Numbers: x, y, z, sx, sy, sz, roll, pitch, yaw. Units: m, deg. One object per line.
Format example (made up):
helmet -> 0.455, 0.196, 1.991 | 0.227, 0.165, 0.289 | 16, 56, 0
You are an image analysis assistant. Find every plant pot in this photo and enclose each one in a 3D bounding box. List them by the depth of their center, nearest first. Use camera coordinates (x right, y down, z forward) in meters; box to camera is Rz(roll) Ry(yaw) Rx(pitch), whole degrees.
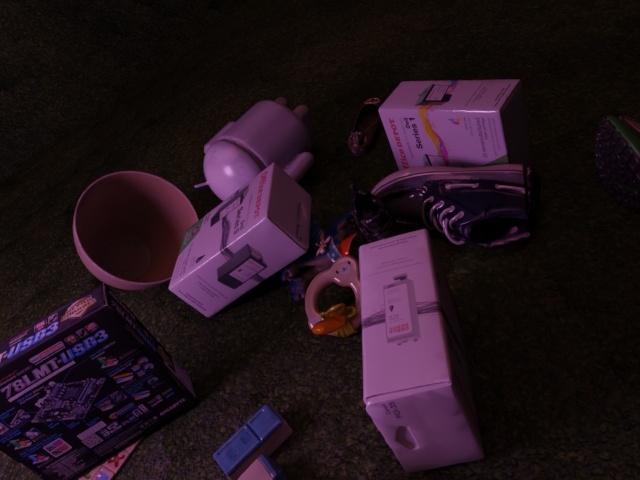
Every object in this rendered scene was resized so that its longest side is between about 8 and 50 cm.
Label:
plant pot -> -0.455, 0.002, 1.344 | 0.191, 0.284, 0.284 | -38, 19, 51

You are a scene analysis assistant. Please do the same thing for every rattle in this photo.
rattle -> 0.019, 0.069, 1.004 | 0.130, 0.142, 0.200 | 6, 81, 37

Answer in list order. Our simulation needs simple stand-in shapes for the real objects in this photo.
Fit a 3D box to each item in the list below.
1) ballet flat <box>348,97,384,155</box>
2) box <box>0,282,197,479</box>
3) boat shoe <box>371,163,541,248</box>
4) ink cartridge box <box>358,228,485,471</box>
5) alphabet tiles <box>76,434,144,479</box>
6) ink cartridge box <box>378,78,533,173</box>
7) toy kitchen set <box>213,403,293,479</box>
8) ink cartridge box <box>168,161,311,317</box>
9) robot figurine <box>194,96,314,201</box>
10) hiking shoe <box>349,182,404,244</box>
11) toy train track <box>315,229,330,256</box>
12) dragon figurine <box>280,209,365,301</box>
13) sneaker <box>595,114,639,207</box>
ballet flat -> 0.125, -0.323, 1.513 | 0.084, 0.058, 0.250 | -2, 44, 27
box -> -0.409, 0.256, 0.948 | 0.295, 0.293, 0.073 | -32, 38, -6
boat shoe -> 0.245, -0.060, 1.079 | 0.340, 0.127, 0.158 | -7, 35, 24
ink cartridge box -> 0.144, 0.157, 0.823 | 0.117, 0.207, 0.283 | -16, 39, 16
alphabet tiles -> -0.401, 0.346, 1.086 | 0.198, 0.009, 0.237 | 8, 50, 37
ink cartridge box -> 0.286, -0.225, 1.187 | 0.278, 0.201, 0.117 | 13, 52, 40
toy kitchen set -> -0.085, 0.312, 0.810 | 0.122, 0.166, 0.207 | -41, 40, -17
ink cartridge box -> -0.166, -0.003, 1.190 | 0.289, 0.121, 0.211 | -34, 31, 23
robot figurine -> -0.160, -0.222, 1.447 | 0.299, 0.200, 0.353 | 24, 59, 29
hiking shoe -> 0.116, -0.005, 1.058 | 0.086, 0.114, 0.227 | -38, 66, 9
toy train track -> 0.000, 0.000, 1.094 | 0.048, 0.014, 0.083 | -53, 18, 23
dragon figurine -> 0.012, -0.001, 1.183 | 0.144, 0.085, 0.289 | -4, 44, 27
sneaker -> 0.602, -0.111, 0.953 | 0.146, 0.134, 0.344 | -22, 46, -5
